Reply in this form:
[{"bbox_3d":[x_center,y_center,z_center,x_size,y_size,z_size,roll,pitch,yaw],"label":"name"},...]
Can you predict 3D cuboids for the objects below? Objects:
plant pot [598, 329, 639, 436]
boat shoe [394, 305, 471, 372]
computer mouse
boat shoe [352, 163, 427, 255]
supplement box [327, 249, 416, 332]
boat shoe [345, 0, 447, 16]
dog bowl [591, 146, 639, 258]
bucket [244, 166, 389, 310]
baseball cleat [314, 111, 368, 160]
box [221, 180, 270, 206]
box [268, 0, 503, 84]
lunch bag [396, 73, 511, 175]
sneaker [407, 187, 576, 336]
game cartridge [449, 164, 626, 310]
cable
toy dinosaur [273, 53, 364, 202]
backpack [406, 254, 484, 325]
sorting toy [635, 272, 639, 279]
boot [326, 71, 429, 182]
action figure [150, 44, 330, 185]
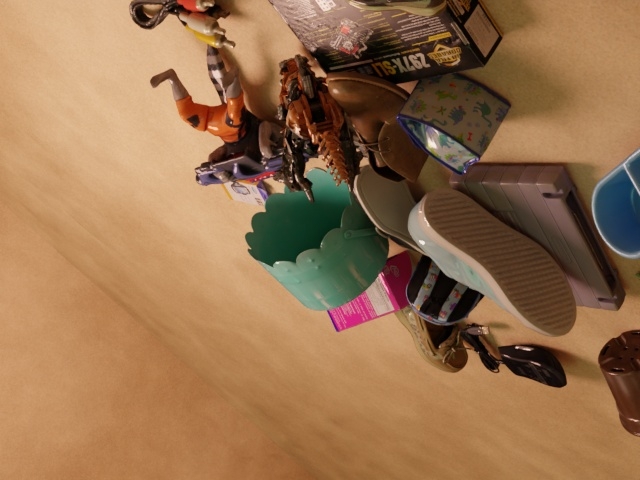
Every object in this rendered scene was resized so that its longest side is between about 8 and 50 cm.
[{"bbox_3d":[0.647,0.278,1.872,0.167,0.167,0.165,-2,130,50],"label":"plant pot"},{"bbox_3d":[0.273,0.216,2.224,0.285,0.104,0.089,47,153,-26],"label":"boat shoe"},{"bbox_3d":[0.445,0.248,2.152,0.184,0.060,0.262,49,157,-26],"label":"computer mouse"},{"bbox_3d":[0.142,-0.055,1.857,0.091,0.114,0.302,15,159,48],"label":"boat shoe"},{"bbox_3d":[0.117,0.118,2.136,0.220,0.111,0.113,-24,92,46],"label":"supplement box"},{"bbox_3d":[0.104,-0.354,1.321,0.152,0.056,0.049,10,142,20],"label":"boat shoe"},{"bbox_3d":[0.513,-0.069,1.408,0.165,0.074,0.297,65,159,14],"label":"dog bowl"},{"bbox_3d":[0.000,0.000,1.978,0.281,0.281,0.183,2,142,46],"label":"bucket"},{"bbox_3d":[0.069,-0.191,1.788,0.206,0.072,0.109,28,160,18],"label":"baseball cleat"},{"bbox_3d":[-0.173,-0.121,2.226,0.136,0.028,0.081,12,147,31],"label":"box"},{"bbox_3d":[0.084,-0.363,1.466,0.322,0.079,0.257,-2,140,49],"label":"box"},{"bbox_3d":[0.212,-0.204,1.539,0.151,0.128,0.096,35,153,-6],"label":"lunch bag"},{"bbox_3d":[0.316,0.045,1.749,0.366,0.135,0.150,44,161,-3],"label":"sneaker"},{"bbox_3d":[0.406,-0.006,1.749,0.230,0.068,0.355,10,146,46],"label":"game cartridge"},{"bbox_3d":[-0.279,-0.434,1.750,0.287,0.072,0.139,14,143,34],"label":"cable"},{"bbox_3d":[-0.017,-0.193,1.620,0.164,0.322,0.218,-1,131,8],"label":"toy dinosaur"},{"bbox_3d":[0.262,0.106,1.967,0.158,0.173,0.117,25,153,14],"label":"backpack"},{"bbox_3d":[0.619,0.079,1.708,0.083,0.012,0.062,10,147,37],"label":"sorting toy"},{"bbox_3d":[0.104,-0.189,1.588,0.112,0.115,0.305,8,166,36],"label":"boot"},{"bbox_3d":[-0.131,-0.237,1.881,0.341,0.178,0.330,-7,145,26],"label":"action figure"}]
